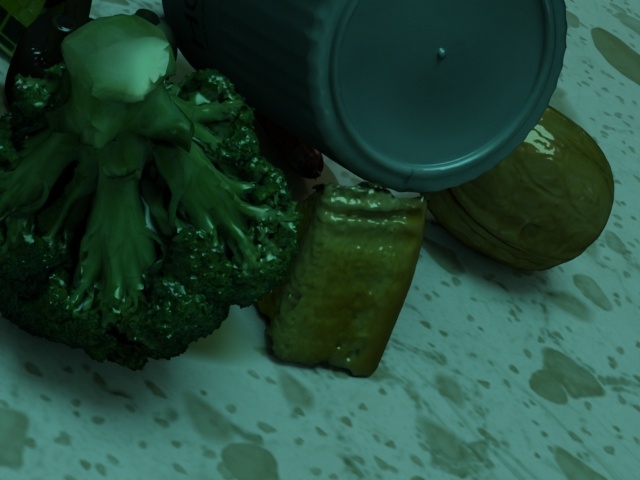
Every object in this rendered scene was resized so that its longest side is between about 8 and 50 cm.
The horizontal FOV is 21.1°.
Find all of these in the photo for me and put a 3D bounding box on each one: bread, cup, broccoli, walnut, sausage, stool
[{"bbox_3d":[0.000,0.000,1.450,0.140,0.169,0.160,9,23,-33],"label":"bread"},{"bbox_3d":[0.058,-0.226,1.494,0.257,0.331,0.311,41,0,-34],"label":"cup"},{"bbox_3d":[-0.140,-0.047,1.252,0.270,0.270,0.270,3,52,-4],"label":"broccoli"},{"bbox_3d":[0.193,-0.056,1.679,0.197,0.165,0.165,38,28,-18],"label":"walnut"},{"bbox_3d":[-0.032,-0.103,1.664,0.034,0.034,0.129,2,43,-42],"label":"sausage"},{"bbox_3d":[-0.188,-0.156,1.513,0.125,0.121,0.217,41,36,17],"label":"stool"}]

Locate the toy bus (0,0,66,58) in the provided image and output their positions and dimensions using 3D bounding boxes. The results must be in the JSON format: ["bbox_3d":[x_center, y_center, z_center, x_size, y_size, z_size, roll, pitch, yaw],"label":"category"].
[{"bbox_3d":[-0.306,-0.255,1.558,0.175,0.101,0.088,41,30,3],"label":"toy bus"}]
